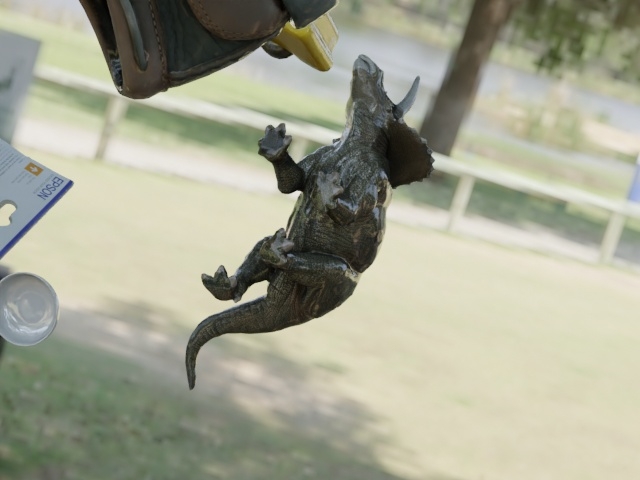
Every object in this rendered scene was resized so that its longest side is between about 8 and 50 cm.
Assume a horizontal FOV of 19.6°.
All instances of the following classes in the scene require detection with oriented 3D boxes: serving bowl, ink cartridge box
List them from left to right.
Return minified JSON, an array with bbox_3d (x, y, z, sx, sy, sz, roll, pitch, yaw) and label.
[{"bbox_3d":[-0.369,-0.052,1.698,0.224,0.045,0.223,33,33,2],"label":"ink cartridge box"},{"bbox_3d":[-0.327,0.075,2.077,0.083,0.083,0.027,20,10,14],"label":"serving bowl"}]

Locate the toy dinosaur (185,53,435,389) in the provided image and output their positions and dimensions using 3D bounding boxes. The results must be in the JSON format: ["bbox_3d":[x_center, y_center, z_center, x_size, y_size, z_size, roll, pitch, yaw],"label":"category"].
[{"bbox_3d":[0.000,0.000,1.513,0.121,0.314,0.160,26,5,38],"label":"toy dinosaur"}]

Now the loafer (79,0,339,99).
[{"bbox_3d":[-0.090,-0.148,0.544,0.267,0.084,0.096,53,3,-34],"label":"loafer"}]

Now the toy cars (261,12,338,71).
[{"bbox_3d":[-0.111,-0.221,1.351,0.176,0.087,0.393,37,-7,-33],"label":"toy cars"}]
